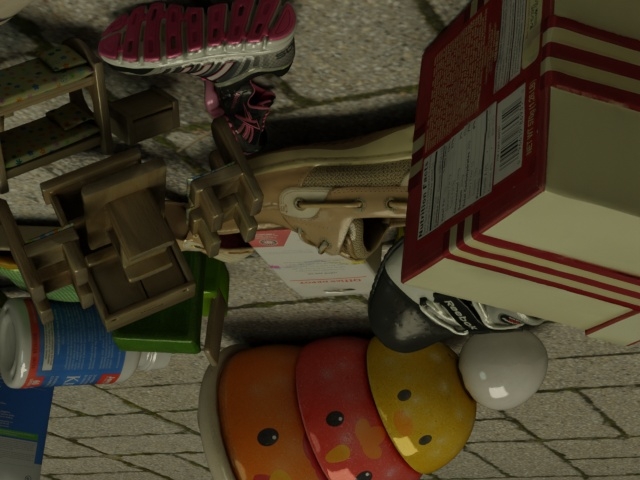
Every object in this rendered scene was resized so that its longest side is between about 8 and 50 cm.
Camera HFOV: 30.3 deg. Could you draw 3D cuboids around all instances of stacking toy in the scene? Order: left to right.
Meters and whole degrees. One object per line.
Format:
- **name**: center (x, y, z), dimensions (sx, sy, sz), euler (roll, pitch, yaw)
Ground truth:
- **stacking toy**: center (0.097, 0.235, 1.693), dimensions (0.480, 0.350, 0.350), euler (-27, 147, 20)

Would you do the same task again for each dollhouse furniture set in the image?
- **dollhouse furniture set**: center (-0.249, -0.147, 1.057), dimensions (0.182, 0.161, 0.101), euler (-26, 132, -31)
- **dollhouse furniture set**: center (-0.278, 0.079, 1.461), dimensions (0.301, 0.151, 0.197), euler (2, 158, 6)
- **dollhouse furniture set**: center (-0.190, -0.033, 1.104), dimensions (0.212, 0.161, 0.242), euler (-23, 166, -15)

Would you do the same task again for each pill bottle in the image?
- **pill bottle**: center (-0.321, 0.138, 1.623), dimensions (0.221, 0.124, 0.124), euler (1, 162, -30)

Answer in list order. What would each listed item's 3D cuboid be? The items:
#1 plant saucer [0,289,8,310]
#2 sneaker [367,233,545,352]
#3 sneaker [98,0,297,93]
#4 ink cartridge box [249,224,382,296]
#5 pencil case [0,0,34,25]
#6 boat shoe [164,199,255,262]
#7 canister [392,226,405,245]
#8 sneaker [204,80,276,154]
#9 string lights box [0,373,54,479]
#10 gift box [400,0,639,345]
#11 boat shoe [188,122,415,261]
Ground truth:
- **plant saucer**: center (-0.533, 0.064, 1.609), dimensions (0.188, 0.045, 0.188), euler (-3, 157, 17)
- **sneaker**: center (0.161, 0.039, 1.162), dimensions (0.122, 0.146, 0.330), euler (27, 130, -24)
- **sneaker**: center (-0.097, -0.155, 0.976), dimensions (0.170, 0.063, 0.075), euler (-5, 150, 10)
- **ink cartridge box**: center (0.000, 0.000, 1.332), dimensions (0.115, 0.067, 0.198), euler (-3, 155, 18)
- **pencil case**: center (-0.263, -0.192, 0.786), dimensions (0.183, 0.160, 0.410), euler (32, 146, -33)
- **boat shoe**: center (-0.133, -0.017, 1.329), dimensions (0.059, 0.063, 0.170), euler (-20, 157, 40)
- **canister**: center (0.142, 0.012, 1.330), dimensions (0.126, 0.073, 0.170), euler (5, 159, -3)
- **sneaker**: center (-0.065, -0.118, 1.094), dimensions (0.057, 0.047, 0.119), euler (-14, 155, 12)
- **string lights box**: center (-0.457, 0.224, 1.701), dimensions (0.133, 0.260, 0.077), euler (14, 155, -21)
- **gift box**: center (0.236, -0.062, 0.897), dimensions (0.258, 0.255, 0.276), euler (14, 162, -19)
- **boat shoe**: center (0.018, -0.035, 1.149), dimensions (0.341, 0.110, 0.121), euler (-11, 172, 30)
